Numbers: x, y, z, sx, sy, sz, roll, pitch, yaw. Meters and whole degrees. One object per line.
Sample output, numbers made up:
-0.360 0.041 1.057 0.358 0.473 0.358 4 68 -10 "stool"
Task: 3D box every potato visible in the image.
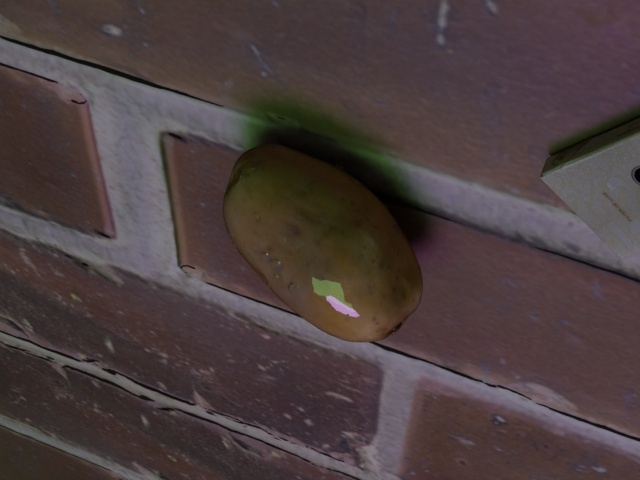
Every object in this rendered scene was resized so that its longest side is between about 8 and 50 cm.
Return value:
0.000 0.000 0.852 0.178 0.118 0.109 42 110 3 "potato"

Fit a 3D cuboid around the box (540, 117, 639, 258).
0.229 -0.043 0.711 0.090 0.024 0.167 42 143 -19 "box"
